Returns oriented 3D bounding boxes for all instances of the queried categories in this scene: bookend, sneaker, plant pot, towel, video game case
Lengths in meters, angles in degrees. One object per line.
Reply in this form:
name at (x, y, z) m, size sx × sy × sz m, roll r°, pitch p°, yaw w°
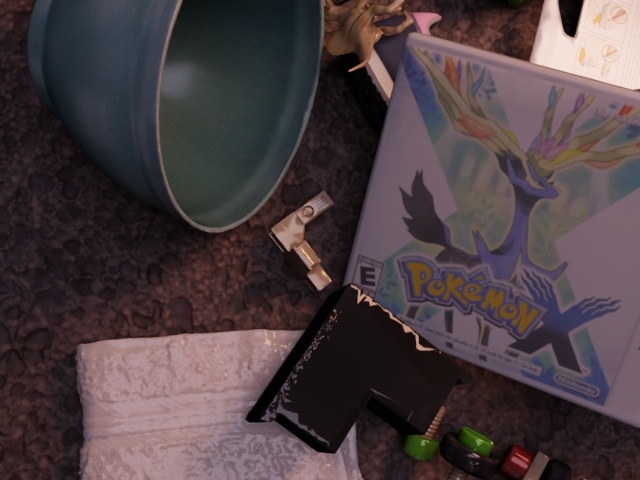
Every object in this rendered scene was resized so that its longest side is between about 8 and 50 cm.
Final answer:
bookend at (0.039, 0.152, 0.787) m, size 0.157 × 0.072 × 0.156 m, roll 36°, pitch 70°, yaw -5°
sneaker at (0.150, -0.110, 0.881) m, size 0.131 × 0.112 × 0.319 m, roll -29°, pitch 87°, yaw -11°
plant pot at (-0.148, -0.174, 0.774) m, size 0.196 × 0.293 × 0.293 m, roll 17°, pitch 76°, yaw 20°
towel at (-0.100, 0.187, 0.813) m, size 0.282 × 0.049 × 0.187 m, roll -3°, pitch 79°, yaw -10°
video game case at (0.199, -0.010, 0.772) m, size 0.329 × 0.036 × 0.300 m, roll 20°, pitch 111°, yaw 18°

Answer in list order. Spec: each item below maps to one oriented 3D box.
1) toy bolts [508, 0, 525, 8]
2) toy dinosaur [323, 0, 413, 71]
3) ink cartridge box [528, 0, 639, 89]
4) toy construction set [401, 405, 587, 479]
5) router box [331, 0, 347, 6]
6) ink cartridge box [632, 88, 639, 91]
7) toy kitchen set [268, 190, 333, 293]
toy bolts at (0.173, -0.405, 0.915) m, size 0.228 × 0.158 × 0.218 m, roll 13°, pitch 78°, yaw -8°
toy dinosaur at (0.048, -0.218, 0.838) m, size 0.092 × 0.183 × 0.053 m, roll -32°, pitch 129°, yaw 9°
ink cartridge box at (0.368, -0.243, 0.972) m, size 0.238 × 0.060 × 0.275 m, roll 18°, pitch 78°, yaw -6°
toy construction set at (0.218, 0.351, 0.778) m, size 0.308 × 0.257 × 0.237 m, roll 25°, pitch 93°, yaw -15°
router box at (-0.005, -0.312, 0.928) m, size 0.122 × 0.038 × 0.092 m, roll -31°, pitch 87°, yaw -14°
ink cartridge box at (0.518, -0.005, 0.868) m, size 0.394 × 0.166 × 0.286 m, roll 3°, pitch 96°, yaw -10°
toy kitchen set at (0.000, 0.000, 0.855) m, size 0.075 × 0.068 × 0.083 m, roll -37°, pitch 88°, yaw -14°
